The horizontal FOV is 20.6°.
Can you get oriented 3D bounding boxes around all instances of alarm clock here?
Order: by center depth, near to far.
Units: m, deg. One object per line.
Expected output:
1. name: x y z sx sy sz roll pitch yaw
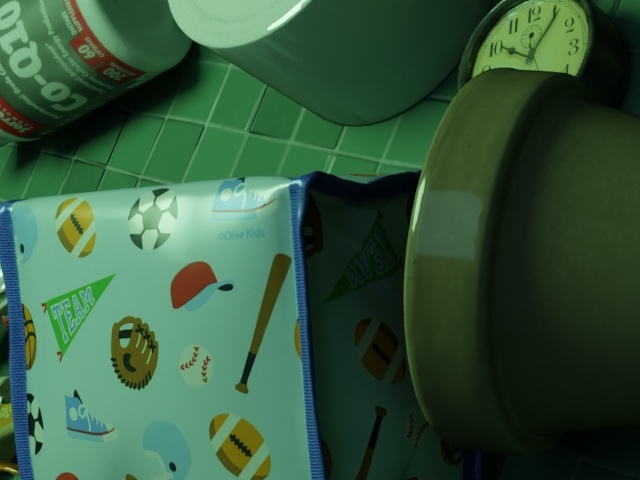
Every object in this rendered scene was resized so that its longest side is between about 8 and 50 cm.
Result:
1. alarm clock: 0.176 -0.150 1.381 0.129 0.064 0.192 -12 63 41

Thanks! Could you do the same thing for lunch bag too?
1. lunch bag: -0.052 0.148 1.314 0.328 0.239 0.385 -5 89 42

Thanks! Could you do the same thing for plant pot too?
1. plant pot: 0.208 0.026 1.147 0.229 0.263 0.263 7 74 27

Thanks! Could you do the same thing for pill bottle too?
1. pill bottle: -0.278 -0.197 1.787 0.283 0.161 0.161 -24 53 35

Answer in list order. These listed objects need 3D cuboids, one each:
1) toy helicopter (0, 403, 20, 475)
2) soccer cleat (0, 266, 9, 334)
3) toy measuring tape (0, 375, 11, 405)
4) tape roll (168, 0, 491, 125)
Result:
1. toy helicopter: -0.235 0.155 1.612 0.355 0.140 0.235 -30 59 45
2. soccer cleat: -0.321 0.046 1.760 0.196 0.068 0.076 -36 33 0
3. toy measuring tape: -0.263 0.287 1.530 0.121 0.121 0.330 -6 77 43
4. tape roll: 0.009 -0.242 1.520 0.246 0.169 0.246 -22 55 35
